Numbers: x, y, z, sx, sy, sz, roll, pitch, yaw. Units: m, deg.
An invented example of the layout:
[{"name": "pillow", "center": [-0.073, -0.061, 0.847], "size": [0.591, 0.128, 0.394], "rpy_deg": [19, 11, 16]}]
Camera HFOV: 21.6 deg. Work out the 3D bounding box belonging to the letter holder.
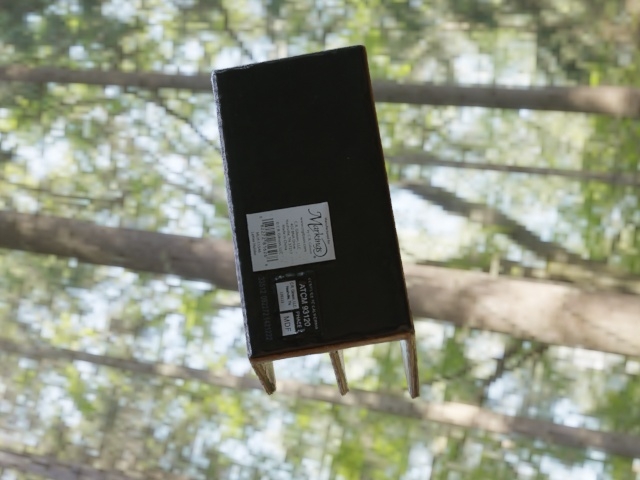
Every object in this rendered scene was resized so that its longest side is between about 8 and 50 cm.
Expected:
[{"name": "letter holder", "center": [0.000, 0.000, 1.634], "size": [0.214, 0.152, 0.302], "rpy_deg": [75, -174, -66]}]
